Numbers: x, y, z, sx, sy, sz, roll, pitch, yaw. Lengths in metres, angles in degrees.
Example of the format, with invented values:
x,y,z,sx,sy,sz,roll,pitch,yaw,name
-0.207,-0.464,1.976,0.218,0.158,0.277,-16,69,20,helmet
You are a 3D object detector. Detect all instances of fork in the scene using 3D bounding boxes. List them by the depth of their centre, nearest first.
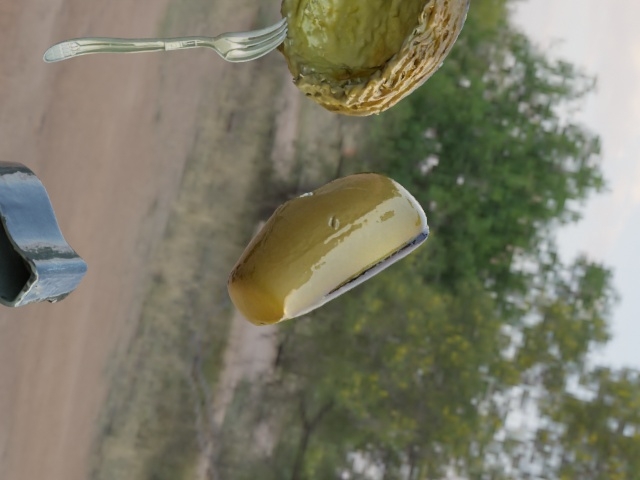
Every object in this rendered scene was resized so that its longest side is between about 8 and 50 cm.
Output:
x,y,z,sx,sy,sz,roll,pitch,yaw,name
-0.137,-0.174,1.205,0.034,0.219,0.028,92,-9,-62,fork

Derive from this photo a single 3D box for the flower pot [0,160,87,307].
x,y,z,sx,sy,sz,roll,pitch,yaw,name
-0.436,-0.014,1.912,0.103,0.229,0.108,-41,160,27,flower pot

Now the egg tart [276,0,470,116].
x,y,z,sx,sy,sz,roll,pitch,yaw,name
0.055,-0.208,1.245,0.090,0.212,0.213,30,69,-50,egg tart

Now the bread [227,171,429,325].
x,y,z,sx,sy,sz,roll,pitch,yaw,name
0.000,0.000,0.739,0.056,0.115,0.082,61,-10,-6,bread
